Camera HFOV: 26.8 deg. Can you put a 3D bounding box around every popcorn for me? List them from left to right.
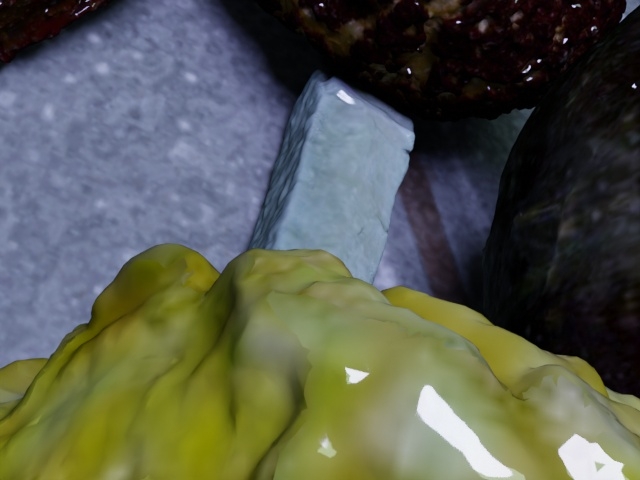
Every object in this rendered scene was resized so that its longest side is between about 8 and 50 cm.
[{"bbox_3d":[0.008,0.171,0.430,0.293,0.334,0.292,56,35,-44],"label":"popcorn"}]

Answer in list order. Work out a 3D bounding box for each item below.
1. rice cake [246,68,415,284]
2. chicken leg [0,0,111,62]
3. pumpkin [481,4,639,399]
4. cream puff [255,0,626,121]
[{"bbox_3d":[0.000,-0.001,0.710,0.069,0.063,0.206,28,51,-19],"label":"rice cake"},{"bbox_3d":[-0.145,-0.206,0.755,0.177,0.083,0.322,32,51,11],"label":"chicken leg"},{"bbox_3d":[0.296,0.058,0.656,0.454,0.344,0.454,10,53,-13],"label":"pumpkin"},{"bbox_3d":[0.055,-0.166,0.761,0.239,0.165,0.239,38,6,-5],"label":"cream puff"}]
